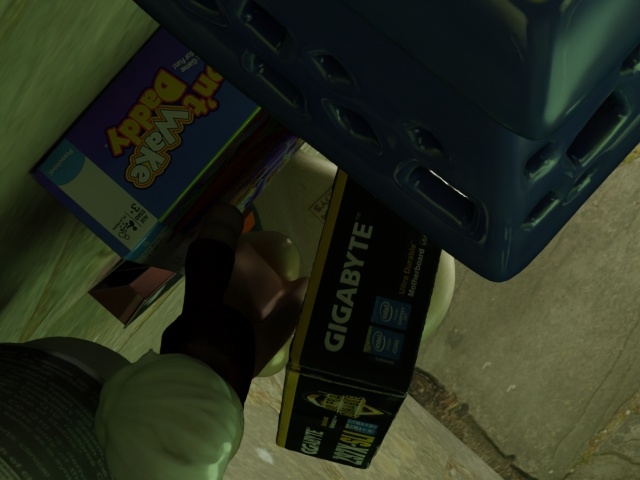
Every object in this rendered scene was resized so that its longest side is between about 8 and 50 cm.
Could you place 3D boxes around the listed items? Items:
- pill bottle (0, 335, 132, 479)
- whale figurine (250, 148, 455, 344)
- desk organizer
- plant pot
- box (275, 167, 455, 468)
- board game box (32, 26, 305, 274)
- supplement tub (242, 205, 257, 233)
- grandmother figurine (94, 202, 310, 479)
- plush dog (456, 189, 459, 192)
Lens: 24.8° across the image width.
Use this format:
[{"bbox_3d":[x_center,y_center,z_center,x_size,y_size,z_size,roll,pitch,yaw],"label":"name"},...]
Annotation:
[{"bbox_3d":[-0.223,0.179,0.936,0.204,0.204,0.361,-49,178,13],"label":"pill bottle"},{"bbox_3d":[0.000,0.000,1.403,0.216,0.272,0.141,-47,-175,-24],"label":"whale figurine"},{"bbox_3d":[-0.164,0.026,1.407,0.047,0.050,0.130,-50,177,37],"label":"desk organizer"},{"bbox_3d":[0.053,-0.151,0.502,0.236,0.236,0.212,-49,171,-5],"label":"plant pot"},{"bbox_3d":[0.046,-0.027,0.977,0.257,0.079,0.322,105,0,-73],"label":"box"},{"bbox_3d":[-0.064,-0.091,1.026,0.233,0.078,0.347,-49,177,-1],"label":"board game box"},{"bbox_3d":[-0.036,0.000,1.534,0.106,0.198,0.106,-49,177,-3],"label":"supplement tub"},{"bbox_3d":[-0.071,0.079,0.986,0.342,0.104,0.208,-68,155,-73],"label":"grandmother figurine"},{"bbox_3d":[0.122,-0.131,1.314,0.262,0.225,0.211,127,-29,-46],"label":"plush dog"}]
